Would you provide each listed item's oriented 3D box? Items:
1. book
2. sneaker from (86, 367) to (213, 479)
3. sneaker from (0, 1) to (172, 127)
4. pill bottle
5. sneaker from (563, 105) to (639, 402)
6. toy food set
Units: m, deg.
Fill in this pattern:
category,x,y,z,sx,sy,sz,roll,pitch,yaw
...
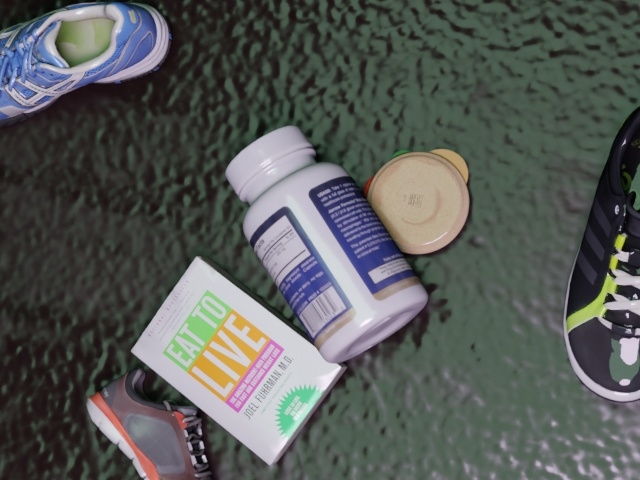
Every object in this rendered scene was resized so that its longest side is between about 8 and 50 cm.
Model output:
category,x,y,z,sx,sy,sz,roll,pitch,yaw
book,-0.064,0.093,1.314,0.144,0.035,0.096,37,95,12
sneaker,-0.112,0.160,1.300,0.065,0.061,0.158,-44,77,-3
sneaker,-0.229,-0.149,1.351,0.211,0.081,0.080,-21,81,10
pill bottle,0.000,0.000,1.277,0.094,0.094,0.169,-34,77,6
sneaker,0.225,0.000,1.229,0.084,0.097,0.234,8,85,13
toy food set,0.075,-0.030,1.304,0.083,0.020,0.083,-4,82,11
